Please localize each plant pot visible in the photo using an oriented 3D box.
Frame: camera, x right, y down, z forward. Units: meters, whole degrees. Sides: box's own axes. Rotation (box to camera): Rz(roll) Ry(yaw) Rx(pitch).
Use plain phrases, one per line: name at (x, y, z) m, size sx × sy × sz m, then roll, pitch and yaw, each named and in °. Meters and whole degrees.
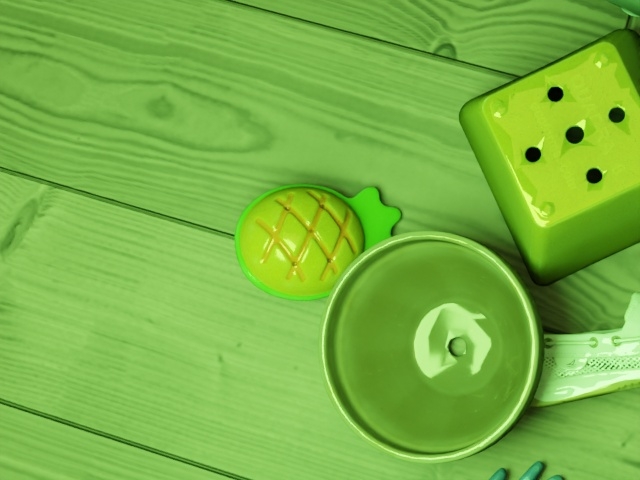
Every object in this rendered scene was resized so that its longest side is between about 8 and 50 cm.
plant pot at (0.126, 0.111, 1.892) m, size 0.237 × 0.109 × 0.237 m, roll -2°, pitch 85°, yaw 23°
plant pot at (0.263, -0.094, 1.851) m, size 0.212 × 0.187 × 0.212 m, roll -25°, pitch 81°, yaw 9°

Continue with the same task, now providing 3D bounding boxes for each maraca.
maraca at (0.000, 0.000, 1.947) m, size 0.185 × 0.099 × 0.127 m, roll -5°, pitch 81°, yaw -14°

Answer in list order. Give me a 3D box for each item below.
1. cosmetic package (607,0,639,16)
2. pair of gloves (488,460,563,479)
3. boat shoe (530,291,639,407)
cosmetic package at (0.329, -0.292, 1.830) m, size 0.127 × 0.238 × 0.107 m, roll 28°, pitch 94°, yaw 10°
pair of gloves at (0.229, 0.337, 1.906) m, size 0.159 × 0.023 × 0.198 m, roll -45°, pitch 83°, yaw 3°
boat shoe at (0.336, 0.099, 1.865) m, size 0.277 × 0.098 × 0.096 m, roll -14°, pitch 84°, yaw 12°
